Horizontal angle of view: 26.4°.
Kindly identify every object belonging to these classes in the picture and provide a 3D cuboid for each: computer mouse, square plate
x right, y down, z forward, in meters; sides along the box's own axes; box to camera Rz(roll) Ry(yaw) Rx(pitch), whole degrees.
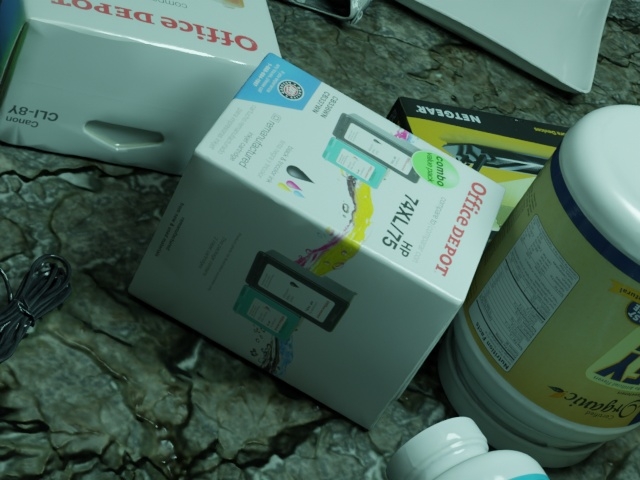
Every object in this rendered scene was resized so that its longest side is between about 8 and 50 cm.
[{"bbox_3d":[-0.355,0.015,1.175,0.262,0.060,0.184,37,34,-10],"label":"computer mouse"},{"bbox_3d":[0.247,-0.361,1.959,0.344,0.049,0.347,28,39,-3],"label":"square plate"}]

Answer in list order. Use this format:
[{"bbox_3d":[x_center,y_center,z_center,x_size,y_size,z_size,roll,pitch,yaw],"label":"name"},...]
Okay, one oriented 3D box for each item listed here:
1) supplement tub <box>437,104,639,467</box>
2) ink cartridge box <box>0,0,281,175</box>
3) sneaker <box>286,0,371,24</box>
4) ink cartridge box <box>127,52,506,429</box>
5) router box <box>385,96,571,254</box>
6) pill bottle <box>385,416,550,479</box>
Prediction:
[{"bbox_3d":[0.267,0.051,1.312,0.228,0.316,0.228,17,41,-15],"label":"supplement tub"},{"bbox_3d":[-0.217,-0.270,1.481,0.279,0.160,0.384,9,44,-24],"label":"ink cartridge box"},{"bbox_3d":[-0.051,-0.369,1.736,0.281,0.105,0.115,23,40,-10],"label":"sneaker"},{"bbox_3d":[0.000,0.000,1.296,0.270,0.197,0.198,30,39,-1],"label":"ink cartridge box"},{"bbox_3d":[0.236,-0.037,1.576,0.309,0.081,0.243,7,45,-26],"label":"router box"},{"bbox_3d":[0.157,0.279,1.136,0.146,0.146,0.264,-7,51,-37],"label":"pill bottle"}]
